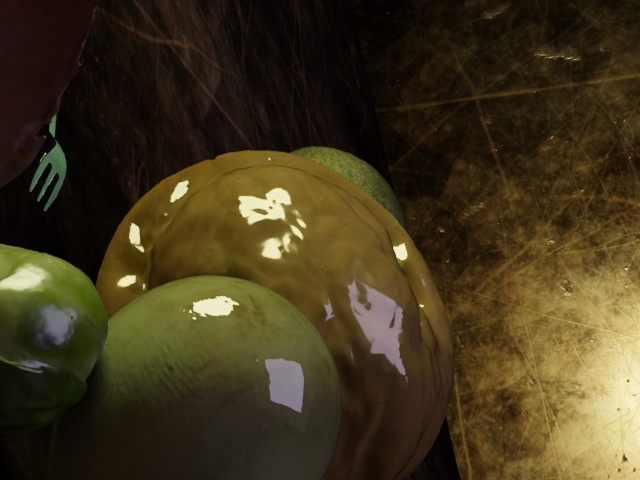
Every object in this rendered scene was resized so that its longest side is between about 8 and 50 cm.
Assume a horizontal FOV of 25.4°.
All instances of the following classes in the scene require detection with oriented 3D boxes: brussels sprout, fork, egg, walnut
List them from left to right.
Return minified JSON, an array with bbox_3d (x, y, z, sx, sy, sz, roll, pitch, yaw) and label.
[{"bbox_3d":[-0.234,0.072,1.061,0.183,0.145,0.131,-31,129,-72],"label":"brussels sprout"},{"bbox_3d":[-0.267,-0.121,1.436,0.235,0.021,0.039,-94,164,-47],"label":"fork"},{"bbox_3d":[-0.111,0.164,1.156,0.218,0.295,0.218,29,23,-14],"label":"egg"},{"bbox_3d":[-0.046,0.109,1.428,0.383,0.384,0.383,-18,90,-78],"label":"walnut"}]

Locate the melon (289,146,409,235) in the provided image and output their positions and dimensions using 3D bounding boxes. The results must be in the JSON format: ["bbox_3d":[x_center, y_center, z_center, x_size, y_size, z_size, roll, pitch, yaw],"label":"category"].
[{"bbox_3d":[0.000,0.000,1.925,0.329,0.249,0.248,-85,155,-68],"label":"melon"}]

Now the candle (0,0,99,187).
[{"bbox_3d":[-0.272,-0.159,0.881,0.317,0.287,0.131,46,24,-58],"label":"candle"}]
